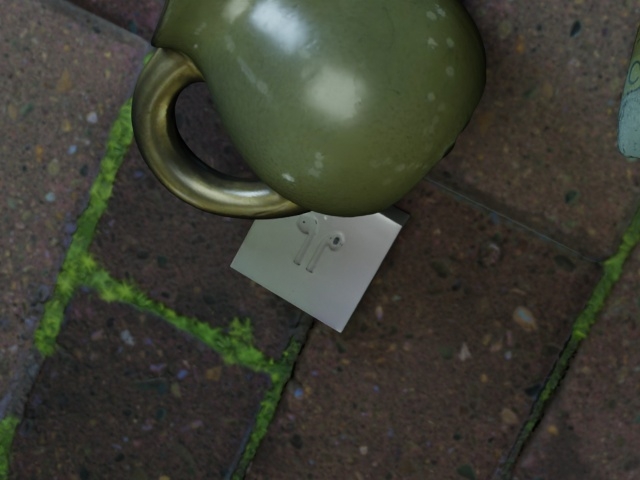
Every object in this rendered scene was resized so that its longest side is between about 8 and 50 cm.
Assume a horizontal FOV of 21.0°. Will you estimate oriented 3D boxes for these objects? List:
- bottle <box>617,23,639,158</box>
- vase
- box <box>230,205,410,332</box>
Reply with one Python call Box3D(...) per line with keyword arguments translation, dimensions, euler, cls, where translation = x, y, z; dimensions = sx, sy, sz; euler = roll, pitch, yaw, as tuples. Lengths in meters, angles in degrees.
Box3D(translation=(0.330, -0.200, 1.549), dimensions=(0.083, 0.083, 0.270), euler=(14, 107, 10), cls="bottle")
Box3D(translation=(-0.042, -0.151, 1.565), dimensions=(0.302, 0.241, 0.329), euler=(39, 119, -12), cls="vase")
Box3D(translation=(0.000, 0.000, 1.708), dimensions=(0.130, 0.051, 0.129), euler=(30, 111, 4), cls="box")
